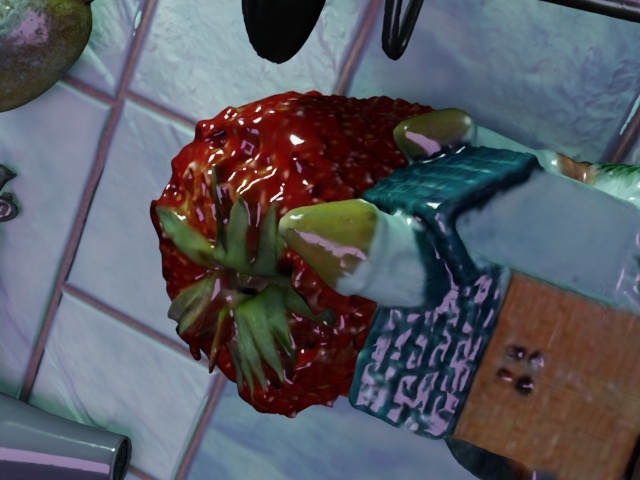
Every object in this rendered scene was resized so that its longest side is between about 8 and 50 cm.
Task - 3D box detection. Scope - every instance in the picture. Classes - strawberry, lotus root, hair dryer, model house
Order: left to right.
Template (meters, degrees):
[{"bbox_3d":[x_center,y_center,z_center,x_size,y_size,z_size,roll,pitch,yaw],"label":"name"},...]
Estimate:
[{"bbox_3d":[-0.343,0.097,0.968,0.301,0.121,0.361,8,102,6],"label":"hair dryer"},{"bbox_3d":[-0.278,-0.201,0.866,0.192,0.088,0.113,-33,87,22],"label":"lotus root"},{"bbox_3d":[0.003,0.002,0.782,0.261,0.258,0.261,19,118,39],"label":"strawberry"},{"bbox_3d":[0.091,0.025,0.622,0.291,0.184,0.253,23,90,-28],"label":"model house"}]

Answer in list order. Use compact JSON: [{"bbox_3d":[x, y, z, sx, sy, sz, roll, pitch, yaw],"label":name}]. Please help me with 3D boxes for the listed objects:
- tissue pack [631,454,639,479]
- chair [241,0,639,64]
[{"bbox_3d":[0.403,0.197,0.663,0.387,0.267,0.276,30,107,6],"label":"tissue pack"},{"bbox_3d":[0.168,-0.189,0.657,0.401,0.226,0.226,17,109,11],"label":"chair"}]
